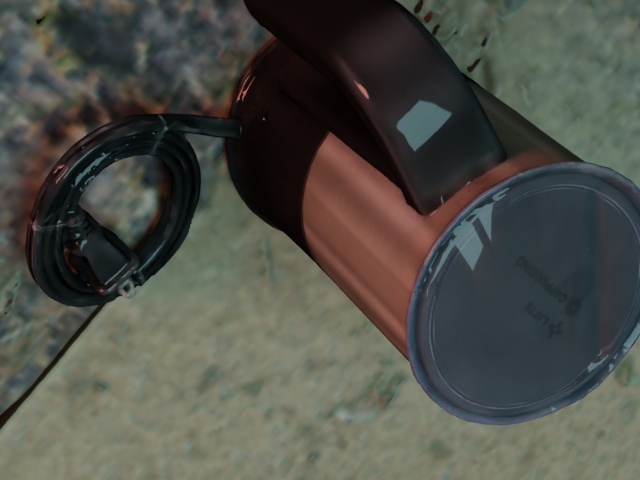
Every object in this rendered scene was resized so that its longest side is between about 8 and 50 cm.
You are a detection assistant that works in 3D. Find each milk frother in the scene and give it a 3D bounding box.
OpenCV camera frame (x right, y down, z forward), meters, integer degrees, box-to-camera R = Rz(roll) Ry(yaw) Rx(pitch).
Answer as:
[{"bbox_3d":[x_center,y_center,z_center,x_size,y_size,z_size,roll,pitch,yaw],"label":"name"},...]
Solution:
[{"bbox_3d":[0.000,0.000,0.507,0.143,0.135,0.129,-50,126,4],"label":"milk frother"}]
